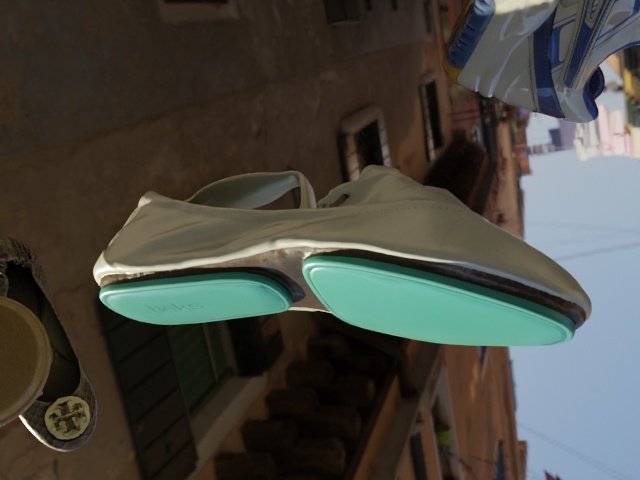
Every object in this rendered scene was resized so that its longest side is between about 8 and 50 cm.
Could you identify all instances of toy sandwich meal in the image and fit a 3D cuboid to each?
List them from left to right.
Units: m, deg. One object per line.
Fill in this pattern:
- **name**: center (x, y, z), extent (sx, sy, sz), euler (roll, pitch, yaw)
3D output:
- **toy sandwich meal**: center (-0.193, 0.071, 0.400), extent (0.086, 0.085, 0.029), euler (-15, 164, -16)

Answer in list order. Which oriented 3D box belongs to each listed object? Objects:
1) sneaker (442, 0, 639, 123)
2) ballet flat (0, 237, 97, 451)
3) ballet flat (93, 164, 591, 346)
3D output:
- **sneaker**: center (0.188, -0.195, 0.426), extent (0.131, 0.296, 0.112), euler (25, -125, -1)
- **ballet flat**: center (-0.310, 0.110, 0.786), extent (0.084, 0.250, 0.058), euler (-15, 168, -31)
- **ballet flat**: center (0.000, 0.000, 0.561), extent (0.400, 0.139, 0.139), euler (0, -162, 24)
